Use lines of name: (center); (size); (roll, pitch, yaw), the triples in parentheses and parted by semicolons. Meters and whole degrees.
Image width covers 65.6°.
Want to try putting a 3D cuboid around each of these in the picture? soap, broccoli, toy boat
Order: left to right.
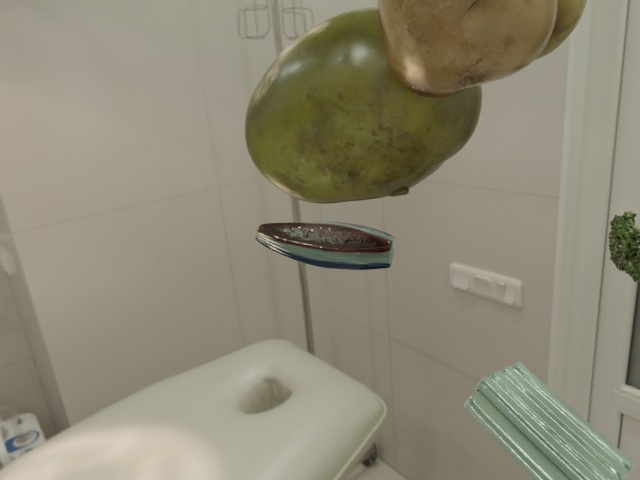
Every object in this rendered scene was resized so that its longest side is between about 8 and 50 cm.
toy boat: (0.000, 0.000, 0.772); (0.229, 0.080, 0.046); (8, -21, 14)
soap: (0.423, 0.365, 0.936); (0.160, 0.087, 0.265); (-7, 39, -41)
broccoli: (0.463, 0.008, 0.712); (0.092, 0.095, 0.097); (-36, 12, 29)

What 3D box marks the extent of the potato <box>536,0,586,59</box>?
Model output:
potato: (0.475, -0.521, 1.091); (0.243, 0.242, 0.285); (-15, -20, -26)

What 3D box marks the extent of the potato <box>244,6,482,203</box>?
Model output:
potato: (0.040, -0.133, 0.523); (0.228, 0.197, 0.148); (-41, 2, 36)

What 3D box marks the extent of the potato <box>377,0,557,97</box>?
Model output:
potato: (0.097, -0.151, 0.331); (0.112, 0.111, 0.147); (5, 12, 28)
